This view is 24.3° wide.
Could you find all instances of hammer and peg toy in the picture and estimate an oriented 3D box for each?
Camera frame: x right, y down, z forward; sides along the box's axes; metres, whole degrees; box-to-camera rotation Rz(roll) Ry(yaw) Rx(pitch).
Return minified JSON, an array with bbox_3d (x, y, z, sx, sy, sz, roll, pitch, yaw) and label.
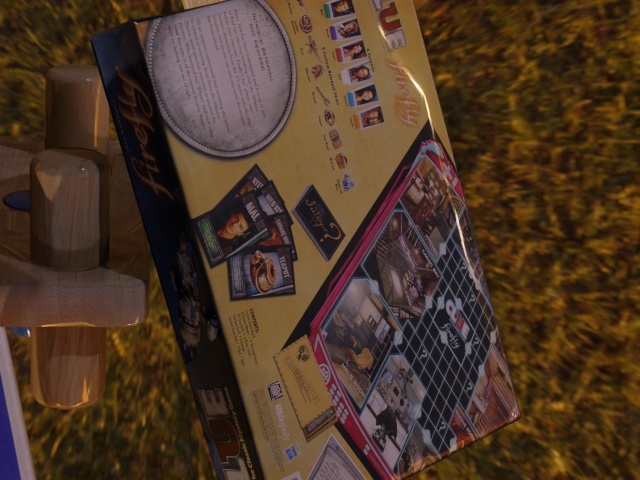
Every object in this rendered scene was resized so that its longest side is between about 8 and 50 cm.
[{"bbox_3d":[-0.218,-0.032,0.820,0.265,0.361,0.127,1,109,-8],"label":"hammer and peg toy"}]

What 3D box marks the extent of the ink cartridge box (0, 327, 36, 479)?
[{"bbox_3d":[-0.365,0.236,1.145,0.303,0.072,0.307,-10,96,-7],"label":"ink cartridge box"}]

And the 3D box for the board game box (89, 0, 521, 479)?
[{"bbox_3d":[0.000,0.000,0.716,0.165,0.042,0.243,-20,99,-37],"label":"board game box"}]

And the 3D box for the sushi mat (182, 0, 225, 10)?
[{"bbox_3d":[-0.106,-0.227,1.429,0.019,0.151,0.317,-1,135,11],"label":"sushi mat"}]
